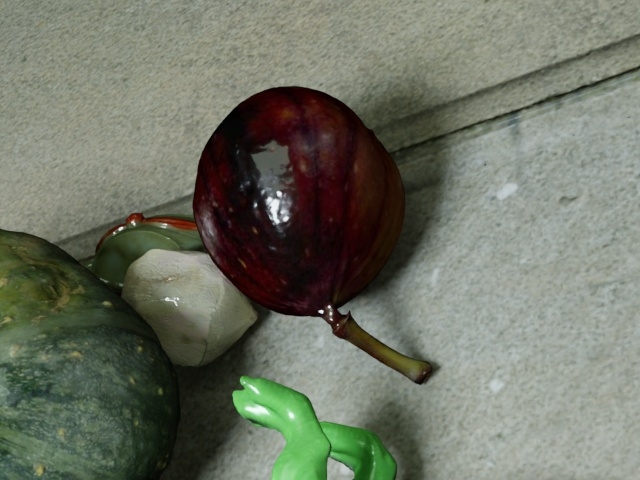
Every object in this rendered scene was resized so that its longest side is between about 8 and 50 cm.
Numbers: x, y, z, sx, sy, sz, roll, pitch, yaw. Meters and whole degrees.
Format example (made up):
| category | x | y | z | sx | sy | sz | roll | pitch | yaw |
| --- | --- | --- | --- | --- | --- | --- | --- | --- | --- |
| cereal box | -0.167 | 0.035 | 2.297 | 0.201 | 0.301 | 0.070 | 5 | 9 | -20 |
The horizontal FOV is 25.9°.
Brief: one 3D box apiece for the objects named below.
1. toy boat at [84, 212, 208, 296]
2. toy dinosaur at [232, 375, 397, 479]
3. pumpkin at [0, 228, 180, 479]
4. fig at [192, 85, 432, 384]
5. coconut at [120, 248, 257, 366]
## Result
| category | x | y | z | sx | sy | sz | roll | pitch | yaw |
| --- | --- | --- | --- | --- | --- | --- | --- | --- | --- |
| toy boat | -0.167 | 0.014 | 1.376 | 0.185 | 0.071 | 0.089 | -15 | 93 | 23 |
| toy dinosaur | 0.013 | 0.295 | 0.987 | 0.500 | 0.144 | 0.374 | 14 | 65 | 24 |
| pumpkin | -0.283 | 0.132 | 1.176 | 0.291 | 0.257 | 0.327 | -43 | 62 | 1 |
| fig | -0.017 | -0.001 | 1.204 | 0.186 | 0.203 | 0.249 | -11 | 55 | 6 |
| coconut | -0.120 | 0.064 | 1.284 | 0.125 | 0.110 | 0.110 | 5 | 59 | 7 |
